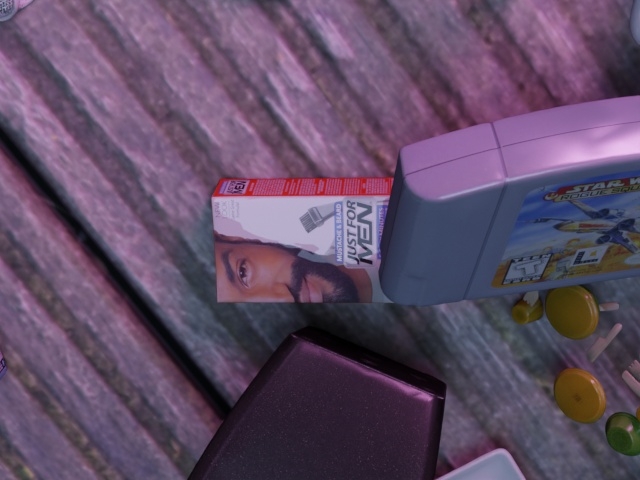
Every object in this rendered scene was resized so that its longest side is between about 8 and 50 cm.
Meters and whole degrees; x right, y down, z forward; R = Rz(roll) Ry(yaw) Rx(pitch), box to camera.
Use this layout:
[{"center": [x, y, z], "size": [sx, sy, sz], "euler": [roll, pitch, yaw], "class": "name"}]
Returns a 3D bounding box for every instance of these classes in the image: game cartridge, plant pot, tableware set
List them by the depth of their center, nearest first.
[{"center": [0.195, -0.029, 0.892], "size": [0.297, 0.198, 0.062], "euler": [-8, 67, -7], "class": "game cartridge"}, {"center": [0.012, 0.169, 0.987], "size": [0.188, 0.187, 0.167], "euler": [23, 92, 7], "class": "plant pot"}, {"center": [0.216, 0.096, 0.995], "size": [0.154, 0.024, 0.104], "euler": [45, 131, 20], "class": "tableware set"}]

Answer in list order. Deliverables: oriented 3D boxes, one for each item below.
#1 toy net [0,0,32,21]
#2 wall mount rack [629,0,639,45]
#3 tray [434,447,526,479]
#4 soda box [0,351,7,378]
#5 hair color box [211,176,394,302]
[{"center": [-0.309, -0.184, 0.964], "size": [0.232, 0.045, 0.122], "euler": [-7, 108, 6], "class": "toy net"}, {"center": [0.193, -0.293, 0.792], "size": [0.130, 0.350, 0.304], "euler": [-4, 114, -31], "class": "wall mount rack"}, {"center": [0.163, 0.314, 1.109], "size": [0.145, 0.030, 0.270], "euler": [-29, 104, 12], "class": "tray"}, {"center": [-0.367, 0.116, 1.062], "size": [0.183, 0.058, 0.063], "euler": [-14, 107, 9], "class": "soda box"}, {"center": [0.000, 0.000, 1.002], "size": [0.167, 0.053, 0.093], "euler": [0, 109, 5], "class": "hair color box"}]
